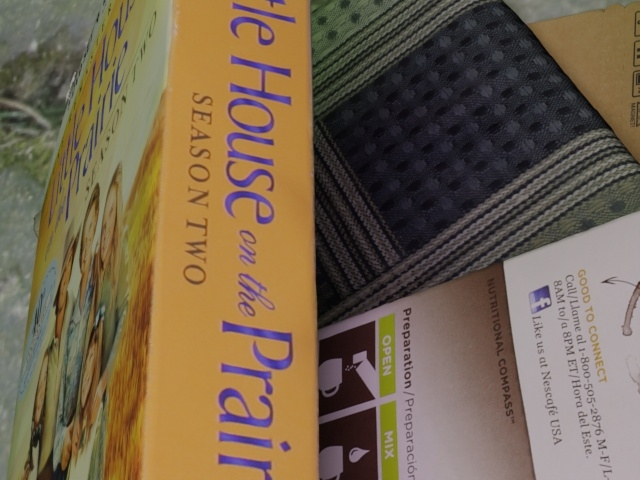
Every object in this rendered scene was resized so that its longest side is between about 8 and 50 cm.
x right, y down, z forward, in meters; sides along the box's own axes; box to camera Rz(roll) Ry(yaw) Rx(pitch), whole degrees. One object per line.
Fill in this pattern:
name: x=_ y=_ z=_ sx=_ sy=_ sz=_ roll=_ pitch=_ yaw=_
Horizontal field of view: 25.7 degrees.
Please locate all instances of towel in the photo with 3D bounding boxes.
towel: x=0.000 y=0.000 z=0.781 sx=0.324 sy=0.056 sz=0.312 roll=-34 pitch=45 yaw=6

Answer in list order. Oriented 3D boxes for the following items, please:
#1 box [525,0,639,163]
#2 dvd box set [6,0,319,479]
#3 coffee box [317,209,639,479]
box: x=0.121 y=-0.032 z=0.790 sx=0.164 sy=0.021 sz=0.201 roll=-7 pitch=67 yaw=33
dvd box set: x=-0.079 y=0.052 z=0.585 sx=0.307 sy=0.062 sz=0.420 roll=122 pitch=154 yaw=-48
coffee box: x=0.129 y=0.078 z=0.496 sx=0.297 sy=0.168 sz=0.119 roll=-23 pitch=55 yaw=36
